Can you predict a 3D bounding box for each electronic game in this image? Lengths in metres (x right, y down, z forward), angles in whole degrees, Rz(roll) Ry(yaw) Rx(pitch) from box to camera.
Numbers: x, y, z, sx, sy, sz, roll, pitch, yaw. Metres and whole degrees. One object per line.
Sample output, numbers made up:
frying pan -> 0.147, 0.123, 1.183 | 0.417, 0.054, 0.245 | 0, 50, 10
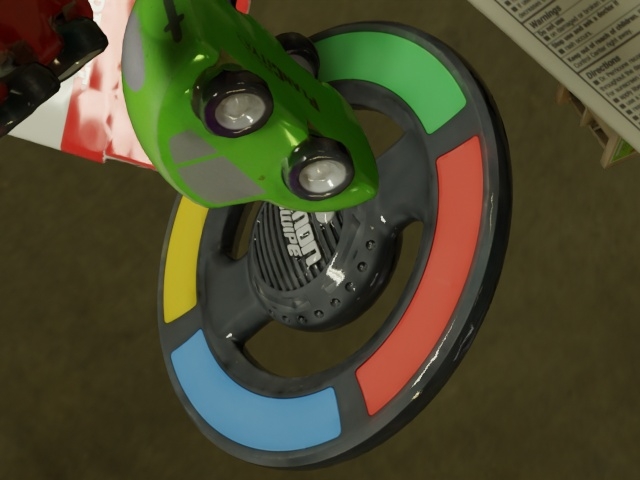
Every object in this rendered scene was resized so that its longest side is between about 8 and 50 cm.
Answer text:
electronic game -> 0.000, 0.000, 0.820 | 0.048, 0.229, 0.229 | 23, 118, -42

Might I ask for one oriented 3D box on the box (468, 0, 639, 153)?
box -> 0.182, -0.123, 0.718 | 0.232, 0.127, 0.149 | 40, 140, -15

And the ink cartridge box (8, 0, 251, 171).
ink cartridge box -> -0.136, -0.122, 0.793 | 0.231, 0.078, 0.134 | 17, 104, 11

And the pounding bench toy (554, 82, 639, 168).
pounding bench toy -> 0.180, -0.098, 0.980 | 0.052, 0.083, 0.065 | -23, 64, -18

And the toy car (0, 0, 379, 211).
toy car -> -0.066, -0.065, 0.469 | 0.053, 0.239, 0.225 | -35, 134, 19
